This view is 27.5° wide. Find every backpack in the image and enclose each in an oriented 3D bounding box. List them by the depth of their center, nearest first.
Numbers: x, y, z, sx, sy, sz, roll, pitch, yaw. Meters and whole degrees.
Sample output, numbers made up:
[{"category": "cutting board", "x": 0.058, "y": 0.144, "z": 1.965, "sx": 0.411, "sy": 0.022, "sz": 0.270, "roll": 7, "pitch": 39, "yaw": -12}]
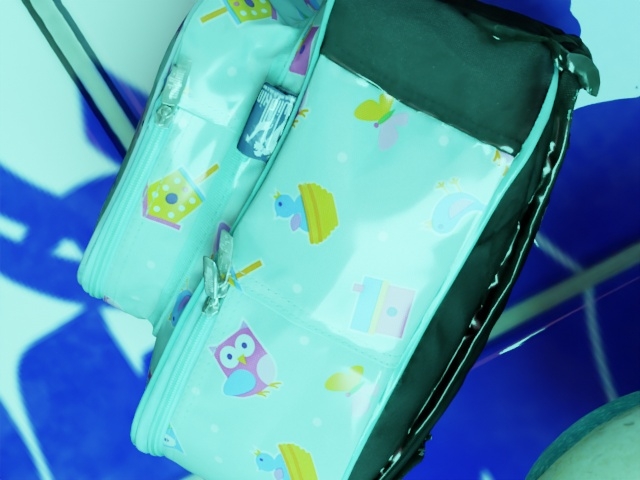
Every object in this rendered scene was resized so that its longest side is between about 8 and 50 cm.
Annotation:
[{"category": "backpack", "x": 0.000, "y": 0.000, "z": 0.459, "sx": 0.144, "sy": 0.166, "sz": 0.188, "roll": 19, "pitch": 105, "yaw": 4}]

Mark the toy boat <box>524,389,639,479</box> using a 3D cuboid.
[{"category": "toy boat", "x": 0.177, "y": 0.046, "z": 0.343, "sx": 0.267, "sy": 0.148, "sz": 0.318, "roll": 5, "pitch": 114, "yaw": -10}]
